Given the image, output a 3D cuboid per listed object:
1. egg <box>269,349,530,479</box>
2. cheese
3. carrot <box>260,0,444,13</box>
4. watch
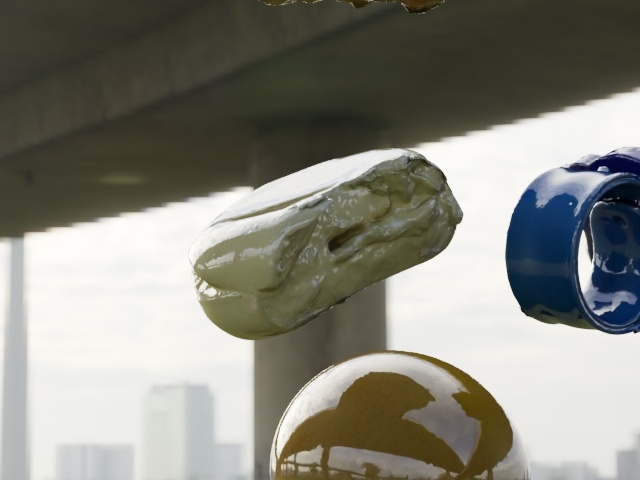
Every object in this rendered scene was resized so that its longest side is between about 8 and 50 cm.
[{"bbox_3d":[0.083,0.239,1.754,0.250,0.250,0.322,4,2,-24],"label":"egg"},{"bbox_3d":[0.000,0.000,1.672,0.266,0.127,0.233,-30,10,-32],"label":"cheese"},{"bbox_3d":[0.002,-0.392,1.744,0.241,0.340,0.241,-18,-6,-2],"label":"carrot"},{"bbox_3d":[0.288,0.010,1.776,0.200,0.196,0.171,-35,17,-34],"label":"watch"}]
